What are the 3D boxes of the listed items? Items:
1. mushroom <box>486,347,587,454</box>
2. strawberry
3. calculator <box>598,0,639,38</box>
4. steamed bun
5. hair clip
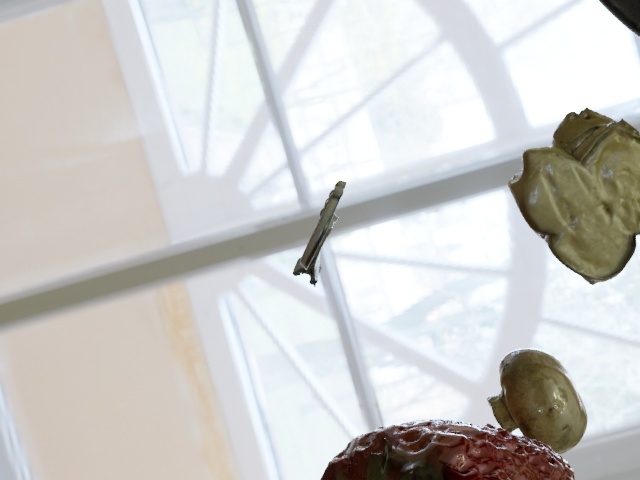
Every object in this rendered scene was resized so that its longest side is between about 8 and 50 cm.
[{"bbox_3d":[0.315,0.238,1.651,0.166,0.127,0.166,51,18,-23],"label":"mushroom"},{"bbox_3d":[0.152,0.341,1.295,0.310,0.292,0.291,23,42,-39],"label":"strawberry"},{"bbox_3d":[0.391,-0.312,1.263,0.268,0.177,0.040,39,35,-13],"label":"calculator"},{"bbox_3d":[0.310,-0.059,1.329,0.192,0.177,0.106,34,3,-12],"label":"steamed bun"},{"bbox_3d":[0.000,0.000,2.099,0.220,0.054,0.140,113,3,-51],"label":"hair clip"}]
